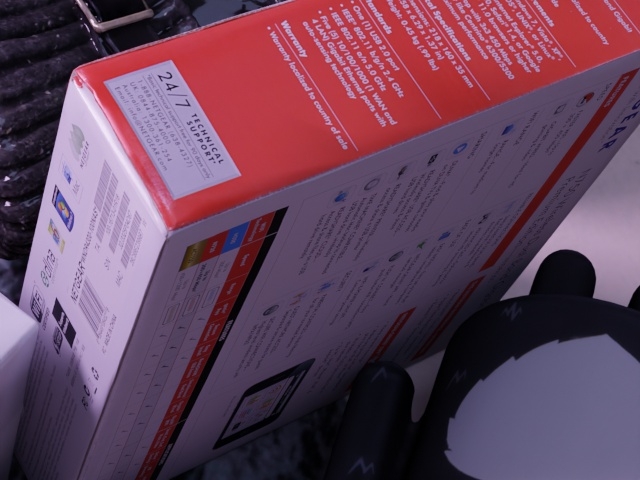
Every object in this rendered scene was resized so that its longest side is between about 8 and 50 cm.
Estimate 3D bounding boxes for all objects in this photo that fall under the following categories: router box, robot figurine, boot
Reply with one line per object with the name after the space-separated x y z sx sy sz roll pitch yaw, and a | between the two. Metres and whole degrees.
0.000 0.000 0.740 0.301 0.335 0.082 -22 69 -29 | router box
0.131 0.140 0.791 0.173 0.209 0.278 49 48 -33 | robot figurine
-0.164 -0.174 0.913 0.260 0.131 0.348 -22 69 -27 | boot

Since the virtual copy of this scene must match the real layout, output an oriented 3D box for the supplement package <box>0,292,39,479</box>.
-0.296 0.110 0.659 0.198 0.199 0.263 37 56 7 | supplement package
